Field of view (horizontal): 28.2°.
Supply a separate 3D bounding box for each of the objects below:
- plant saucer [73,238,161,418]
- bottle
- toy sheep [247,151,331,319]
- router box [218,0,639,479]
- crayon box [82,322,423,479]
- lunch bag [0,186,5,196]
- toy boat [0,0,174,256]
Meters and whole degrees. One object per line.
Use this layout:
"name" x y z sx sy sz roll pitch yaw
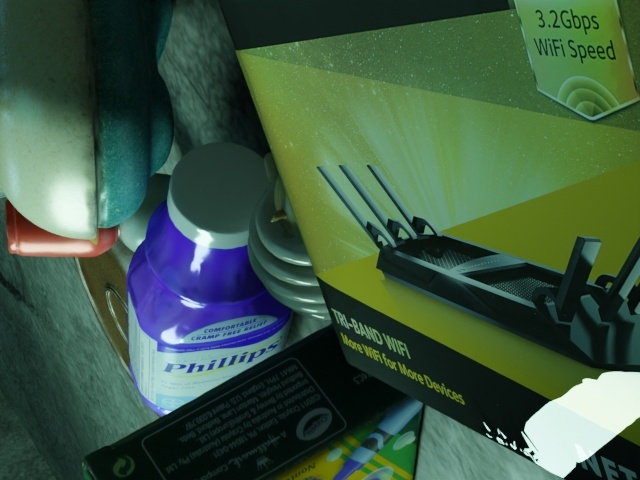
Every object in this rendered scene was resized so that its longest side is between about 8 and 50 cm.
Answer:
"plant saucer" -0.176 0.075 1.275 0.310 0.050 0.310 50 157 31
"bottle" -0.075 0.035 0.890 0.283 0.118 0.092 106 148 -60
"toy sheep" 0.000 0.000 0.726 0.091 0.091 0.132 48 168 34
"router box" 0.077 -0.032 0.504 0.309 0.081 0.243 19 132 61
"crayon box" -0.039 0.212 0.899 0.083 0.203 0.323 50 156 30
"lunch bag" -0.329 -0.172 1.069 0.212 0.256 0.305 -37 79 40
"toy boat" -0.154 -0.093 0.896 0.318 0.148 0.267 101 161 -53
